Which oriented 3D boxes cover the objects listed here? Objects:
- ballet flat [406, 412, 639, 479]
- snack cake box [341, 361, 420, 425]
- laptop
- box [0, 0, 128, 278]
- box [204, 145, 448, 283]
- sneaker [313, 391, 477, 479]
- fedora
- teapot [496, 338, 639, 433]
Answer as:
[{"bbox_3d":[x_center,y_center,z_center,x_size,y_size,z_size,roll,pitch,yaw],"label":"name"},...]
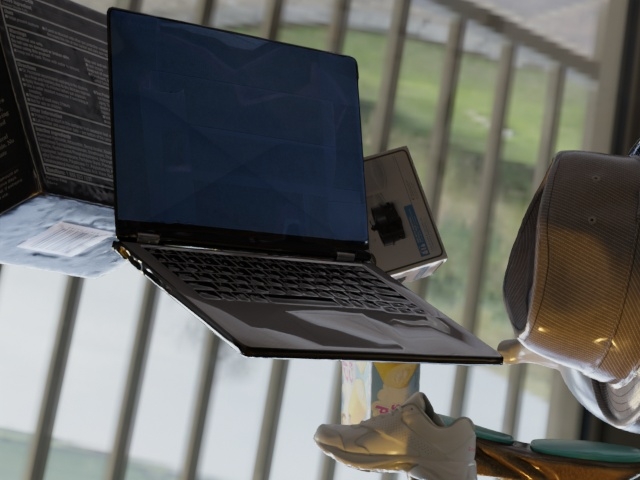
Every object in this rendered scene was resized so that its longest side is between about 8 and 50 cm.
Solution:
[{"bbox_3d":[0.273,0.321,2.174,0.342,0.124,0.116,8,-175,8],"label":"ballet flat"},{"bbox_3d":[0.098,0.222,2.598,0.089,0.264,0.152,-5,-162,-18],"label":"snack cake box"},{"bbox_3d":[-0.016,-0.057,1.766,0.382,0.236,0.408,5,-159,-41],"label":"laptop"},{"bbox_3d":[-0.335,-0.130,1.908,0.182,0.294,0.296,-26,159,26],"label":"box"},{"bbox_3d":[0.000,0.000,2.068,0.290,0.169,0.087,-15,169,-13],"label":"box"},{"bbox_3d":[0.104,0.254,2.089,0.232,0.115,0.090,7,174,22],"label":"sneaker"},{"bbox_3d":[0.241,0.023,1.443,0.124,0.275,0.244,13,154,-5],"label":"fedora"},{"bbox_3d":[0.395,0.121,1.923,0.256,0.252,0.187,42,168,3],"label":"teapot"}]
